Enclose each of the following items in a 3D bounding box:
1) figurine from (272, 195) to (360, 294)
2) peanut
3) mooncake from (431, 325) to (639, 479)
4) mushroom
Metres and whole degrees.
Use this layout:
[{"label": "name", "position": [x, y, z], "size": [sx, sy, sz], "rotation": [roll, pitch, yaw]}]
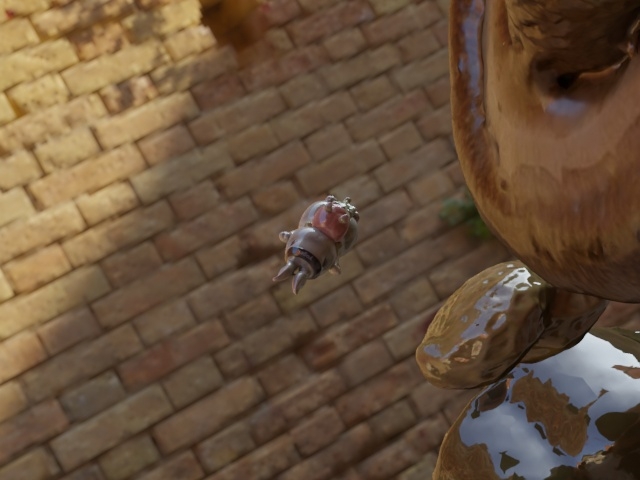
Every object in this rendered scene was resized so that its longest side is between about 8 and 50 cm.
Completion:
[{"label": "figurine", "position": [-0.008, -0.006, 1.553], "size": [0.146, 0.081, 0.098], "rotation": [-44, -33, -65]}, {"label": "peanut", "position": [0.195, 0.081, 1.375], "size": [0.233, 0.110, 0.197], "rotation": [-15, -12, -38]}, {"label": "mooncake", "position": [0.379, 0.345, 1.684], "size": [0.467, 0.467, 0.262], "rotation": [-29, 32, -7]}, {"label": "mushroom", "position": [0.193, -0.132, 0.805], "size": [0.345, 0.239, 0.345], "rotation": [-60, 10, 19]}]
